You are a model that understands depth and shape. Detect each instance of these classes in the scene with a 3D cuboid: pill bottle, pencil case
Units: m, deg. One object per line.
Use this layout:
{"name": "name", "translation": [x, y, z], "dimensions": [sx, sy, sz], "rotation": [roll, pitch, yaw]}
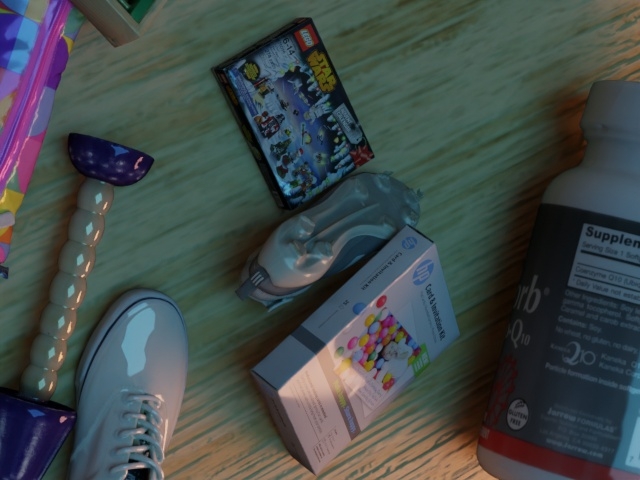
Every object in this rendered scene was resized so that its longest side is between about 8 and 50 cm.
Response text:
{"name": "pill bottle", "translation": [0.280, 0.055, 1.468], "dimensions": [0.210, 0.210, 0.363], "rotation": [15, 89, -29]}
{"name": "pencil case", "translation": [-0.246, -0.092, 1.234], "dimensions": [0.104, 0.104, 0.236], "rotation": [18, 87, -29]}

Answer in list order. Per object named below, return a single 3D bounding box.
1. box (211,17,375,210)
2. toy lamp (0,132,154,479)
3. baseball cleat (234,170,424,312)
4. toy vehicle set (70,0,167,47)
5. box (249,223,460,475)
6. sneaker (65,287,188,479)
{"name": "box", "translation": [-0.021, -0.107, 1.390], "dimensions": [0.094, 0.027, 0.137], "rotation": [-34, 111, -21]}
{"name": "toy lamp", "translation": [-0.205, 0.056, 1.289], "dimensions": [0.080, 0.080, 0.275], "rotation": [20, 85, -28]}
{"name": "baseball cleat", "translation": [0.000, 0.000, 1.396], "dimensions": [0.206, 0.109, 0.072], "rotation": [-20, 77, -50]}
{"name": "toy vehicle set", "translation": [-0.137, -0.296, 1.247], "dimensions": [0.166, 0.035, 0.267], "rotation": [46, 54, -25]}
{"name": "box", "translation": [0.034, 0.095, 1.403], "dimensions": [0.186, 0.038, 0.145], "rotation": [-43, 145, -18]}
{"name": "sneaker", "translation": [-0.153, 0.168, 1.320], "dimensions": [0.094, 0.091, 0.258], "rotation": [12, 91, -29]}
